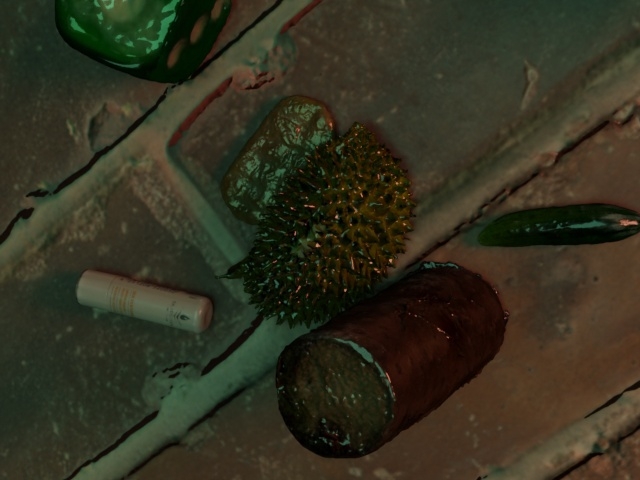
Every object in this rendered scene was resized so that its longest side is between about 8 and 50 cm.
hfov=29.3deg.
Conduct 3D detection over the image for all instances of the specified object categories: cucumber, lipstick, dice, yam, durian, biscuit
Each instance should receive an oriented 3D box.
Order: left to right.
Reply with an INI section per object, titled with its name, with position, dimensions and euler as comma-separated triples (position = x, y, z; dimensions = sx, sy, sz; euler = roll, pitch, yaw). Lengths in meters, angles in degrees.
[lipstick]
position = -0.181, 0.062, 1.262
dimensions = 0.141, 0.040, 0.040
euler = 12, 102, 14
[dice]
position = -0.166, -0.230, 1.168
dimensions = 0.131, 0.120, 0.128
euler = 28, 107, 13
[biscuit]
position = -0.043, -0.079, 1.207
dimensions = 0.071, 0.018, 0.147
euler = 41, 107, 8
[durian]
position = -0.001, 0.005, 1.171
dimensions = 0.137, 0.095, 0.220
euler = 44, 114, 7
[yam]
position = 0.065, 0.102, 1.078
dimensions = 0.131, 0.280, 0.131
euler = 6, 103, 26
[cucumber]
position = 0.225, -0.013, 1.127
dimensions = 0.168, 0.039, 0.039
euler = -4, 98, 19
